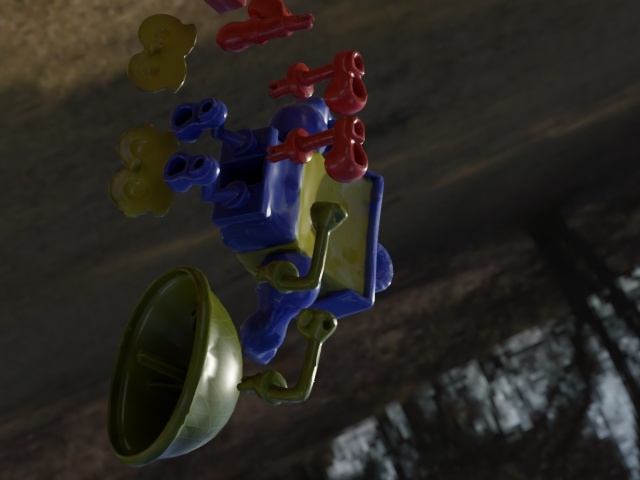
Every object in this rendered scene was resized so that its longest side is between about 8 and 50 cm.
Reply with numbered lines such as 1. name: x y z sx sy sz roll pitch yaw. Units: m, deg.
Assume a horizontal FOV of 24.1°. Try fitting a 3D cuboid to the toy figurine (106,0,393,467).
1. toy figurine: 0.000 0.000 0.995 0.191 0.362 0.217 -16 145 31
